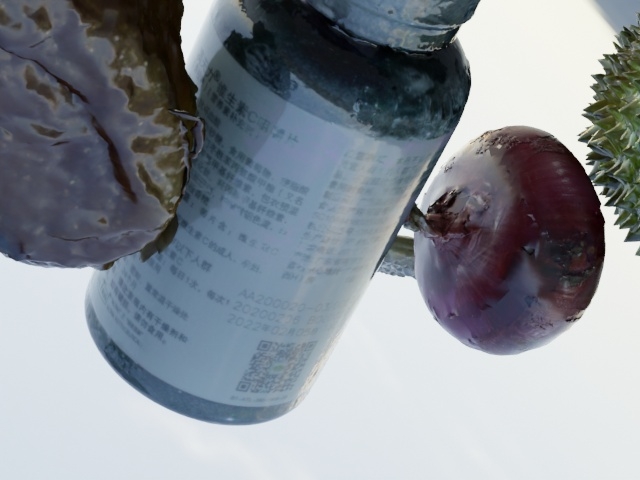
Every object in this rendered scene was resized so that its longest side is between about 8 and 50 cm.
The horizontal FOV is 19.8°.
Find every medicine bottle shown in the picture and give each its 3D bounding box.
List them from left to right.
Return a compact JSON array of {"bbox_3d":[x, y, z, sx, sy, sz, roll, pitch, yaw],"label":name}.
[{"bbox_3d":[-0.014,-0.049,0.960,0.141,0.293,0.141,20,-147,-13],"label":"medicine bottle"}]

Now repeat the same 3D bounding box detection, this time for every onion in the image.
[{"bbox_3d":[0.096,0.001,1.154,0.140,0.150,0.150,0,-134,-41],"label":"onion"}]

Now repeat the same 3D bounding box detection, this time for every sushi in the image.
[{"bbox_3d":[-0.137,-0.103,0.847,0.179,0.167,0.296,-90,-19,-45],"label":"sushi"}]

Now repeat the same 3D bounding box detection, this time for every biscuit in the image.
[{"bbox_3d":[-0.001,-0.001,1.498,0.133,0.032,0.250,19,174,-26],"label":"biscuit"}]

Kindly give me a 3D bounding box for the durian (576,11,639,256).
[{"bbox_3d":[0.303,-0.068,1.202,0.291,0.224,0.291,4,-140,-3],"label":"durian"}]
